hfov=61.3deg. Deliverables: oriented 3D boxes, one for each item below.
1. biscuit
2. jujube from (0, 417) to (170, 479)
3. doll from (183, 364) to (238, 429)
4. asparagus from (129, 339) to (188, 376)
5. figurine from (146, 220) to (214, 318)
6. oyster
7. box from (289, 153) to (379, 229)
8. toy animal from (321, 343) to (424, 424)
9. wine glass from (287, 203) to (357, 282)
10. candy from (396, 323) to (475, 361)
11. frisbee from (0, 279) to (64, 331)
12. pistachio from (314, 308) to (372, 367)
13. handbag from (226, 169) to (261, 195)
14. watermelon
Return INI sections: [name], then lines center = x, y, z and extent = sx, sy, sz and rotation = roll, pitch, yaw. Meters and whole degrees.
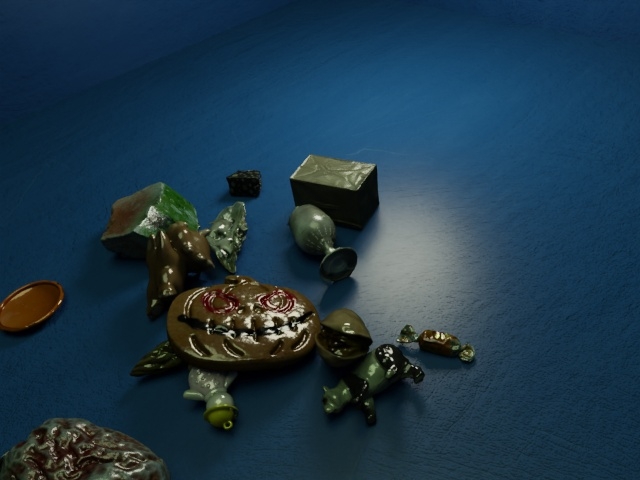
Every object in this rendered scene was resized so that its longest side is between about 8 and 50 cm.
[biscuit]
center = -0.185, 0.185, 1.318
extent = 0.367, 0.063, 0.314
rotation = 0, 37, -13
[jujube]
center = -0.438, 0.463, 1.005
extent = 0.317, 0.226, 0.226
rotation = 16, 46, 16
[doll]
center = -0.240, 0.338, 1.210
extent = 0.129, 0.081, 0.207
rotation = -20, 44, -19
[asparagus]
center = -0.326, 0.262, 1.321
extent = 0.287, 0.080, 0.080
rotation = -24, 42, -15
[figurine]
center = -0.380, 0.073, 1.489
extent = 0.173, 0.177, 0.247
rotation = 9, 54, -34
[oyster]
center = -0.271, -0.029, 1.634
extent = 0.199, 0.087, 0.252
rotation = -42, 42, -19
[box]
center = 0.044, -0.151, 1.662
extent = 0.231, 0.149, 0.155
rotation = 14, 45, 26
[toy animal]
center = 0.103, 0.308, 1.167
extent = 0.225, 0.094, 0.121
rotation = -36, 35, -13
[wine glass]
center = 0.000, 0.000, 1.520
extent = 0.126, 0.126, 0.241
rotation = -24, 44, -15
[candy]
center = 0.267, 0.234, 1.251
extent = 0.182, 0.046, 0.053
rotation = 10, 46, 19
[frisbee]
center = -0.821, 0.190, 1.533
extent = 0.192, 0.035, 0.192
rotation = -6, 40, 5
[pistachio]
center = 0.054, 0.222, 1.216
extent = 0.131, 0.130, 0.206
rotation = 12, -1, -4
[handbag]
center = -0.247, -0.211, 1.866
extent = 0.115, 0.072, 0.139
rotation = 1, 29, 15
[watermelon]
center = -0.544, -0.056, 1.671
extent = 0.302, 0.151, 0.264
rotation = -5, 41, 5
